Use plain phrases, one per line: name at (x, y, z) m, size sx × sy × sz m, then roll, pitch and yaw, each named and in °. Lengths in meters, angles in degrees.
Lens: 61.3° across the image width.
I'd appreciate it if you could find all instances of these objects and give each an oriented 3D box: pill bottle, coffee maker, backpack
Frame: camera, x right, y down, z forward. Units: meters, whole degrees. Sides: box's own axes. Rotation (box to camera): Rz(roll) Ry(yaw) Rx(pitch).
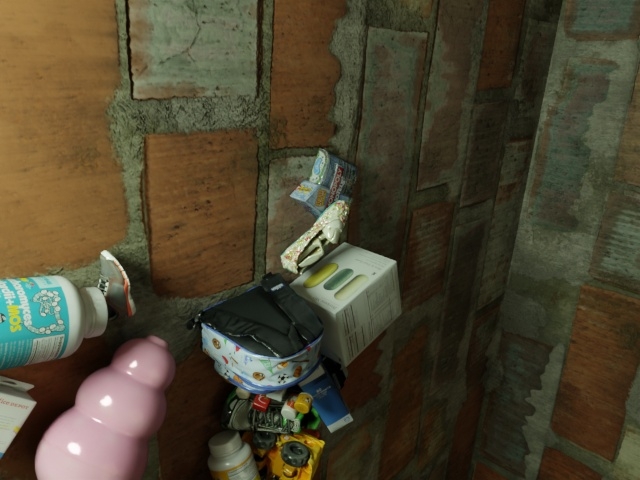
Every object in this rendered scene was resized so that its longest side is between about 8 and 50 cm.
pill bottle at (-0.500, 0.135, 0.897) m, size 0.264 × 0.146 × 0.146 m, roll -4°, pitch 109°, yaw -49°
pill bottle at (-0.224, 0.615, 1.421) m, size 0.117 × 0.117 × 0.215 m, roll -23°, pitch 101°, yaw -42°
coffee maker at (-0.008, 0.383, 1.624) m, size 0.171 × 0.120 × 0.178 m, roll -24°, pitch 127°, yaw -9°
backpack at (-0.129, 0.239, 1.282) m, size 0.276 × 0.263 × 0.213 m, roll -30°, pitch 127°, yaw -40°

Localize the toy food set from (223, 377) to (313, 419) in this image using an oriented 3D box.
toy food set at (-0.122, 0.367, 1.380) m, size 0.104 × 0.232 × 0.111 m, roll -61°, pitch 163°, yaw -50°

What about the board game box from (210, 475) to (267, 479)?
board game box at (-0.249, 0.757, 1.546) m, size 0.243 × 0.042 × 0.165 m, roll 20°, pitch 91°, yaw -51°

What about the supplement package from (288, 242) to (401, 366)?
supplement package at (0.069, 0.173, 1.534) m, size 0.263 × 0.199 × 0.198 m, roll -36°, pitch 131°, yaw -34°

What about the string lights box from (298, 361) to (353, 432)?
string lights box at (-0.007, 0.386, 1.467) m, size 0.077 × 0.133 × 0.259 m, roll -30°, pitch 124°, yaw -3°

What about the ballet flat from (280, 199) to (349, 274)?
ballet flat at (0.000, 0.000, 1.416) m, size 0.241 × 0.077 × 0.091 m, roll -45°, pitch 140°, yaw 4°

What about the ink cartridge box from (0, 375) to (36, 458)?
ink cartridge box at (-0.573, 0.296, 0.926) m, size 0.143 × 0.090 × 0.092 m, roll -60°, pitch 141°, yaw -13°

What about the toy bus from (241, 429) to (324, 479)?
toy bus at (-0.098, 0.596, 1.547) m, size 0.211 × 0.220 × 0.149 m, roll -34°, pitch 142°, yaw -64°

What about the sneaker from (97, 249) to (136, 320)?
sneaker at (-0.411, 0.096, 1.055) m, size 0.065 × 0.061 × 0.158 m, roll -27°, pitch 125°, yaw -32°

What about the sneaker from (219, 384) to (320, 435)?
sneaker at (-0.127, 0.461, 1.474) m, size 0.343 × 0.146 × 0.134 m, roll 12°, pitch 96°, yaw -48°

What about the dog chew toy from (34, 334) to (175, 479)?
dog chew toy at (-0.404, 0.345, 1.071) m, size 0.206 × 0.207 × 0.332 m, roll 50°, pitch 59°, yaw -47°

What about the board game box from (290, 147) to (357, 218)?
board game box at (0.015, -0.137, 1.446) m, size 0.194 × 0.060 × 0.194 m, roll 15°, pitch 95°, yaw -52°
